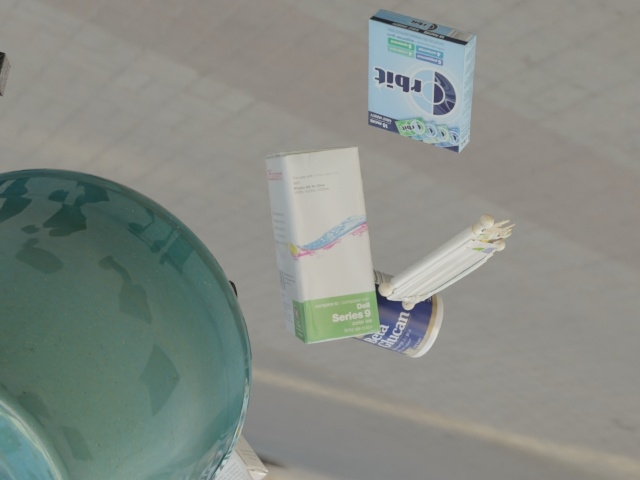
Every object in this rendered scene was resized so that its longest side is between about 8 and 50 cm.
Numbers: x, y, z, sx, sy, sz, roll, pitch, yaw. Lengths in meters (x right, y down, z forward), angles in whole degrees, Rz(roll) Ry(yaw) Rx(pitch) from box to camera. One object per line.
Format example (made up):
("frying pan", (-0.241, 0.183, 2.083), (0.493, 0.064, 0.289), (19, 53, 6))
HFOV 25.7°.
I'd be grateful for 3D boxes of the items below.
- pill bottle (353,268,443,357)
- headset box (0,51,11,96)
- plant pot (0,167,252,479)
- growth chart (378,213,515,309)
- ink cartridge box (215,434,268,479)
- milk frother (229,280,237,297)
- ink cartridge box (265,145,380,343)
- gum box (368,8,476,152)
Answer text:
("pill bottle", (0.065, 0.085, 1.811), (0.169, 0.094, 0.094), (19, 165, -19))
("headset box", (-0.316, -0.157, 1.266), (0.062, 0.032, 0.083), (15, 175, -9))
("plant pot", (-0.195, 0.114, 0.843), (0.272, 0.271, 0.255), (16, -164, 3))
("growth chart", (0.150, 0.026, 1.609), (0.021, 0.172, 0.237), (58, -173, 12))
("ink cartridge box", (-0.188, 0.399, 1.871), (0.261, 0.296, 0.066), (51, -168, 26))
("milk frother", (-0.151, 0.108, 1.450), (0.129, 0.143, 0.134), (8, 134, 2))
("ink cartridge box", (0.000, 0.000, 1.591), (0.093, 0.212, 0.154), (-9, -176, -9))
("gum box", (0.147, -0.234, 2.058), (0.157, 0.041, 0.184), (19, 132, 24))
